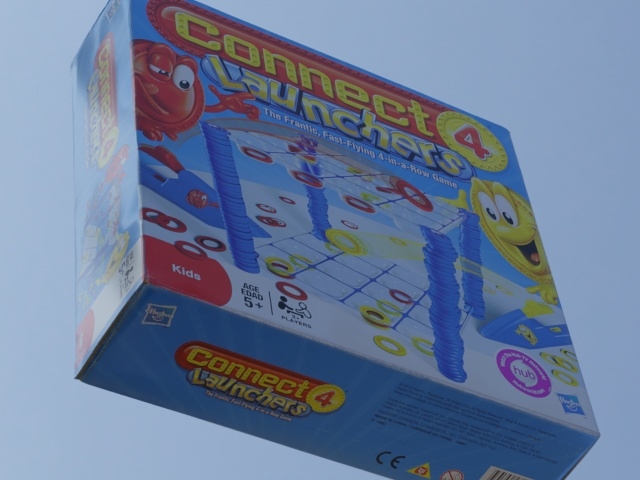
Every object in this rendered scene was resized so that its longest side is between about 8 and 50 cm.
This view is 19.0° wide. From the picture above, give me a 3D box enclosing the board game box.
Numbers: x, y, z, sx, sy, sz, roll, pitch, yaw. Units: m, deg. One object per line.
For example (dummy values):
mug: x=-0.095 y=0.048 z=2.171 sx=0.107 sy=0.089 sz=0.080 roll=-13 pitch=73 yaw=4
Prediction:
board game box: x=0.000 y=0.000 z=1.201 sx=0.308 sy=0.302 sz=0.086 roll=20 pitch=-55 yaw=-24
